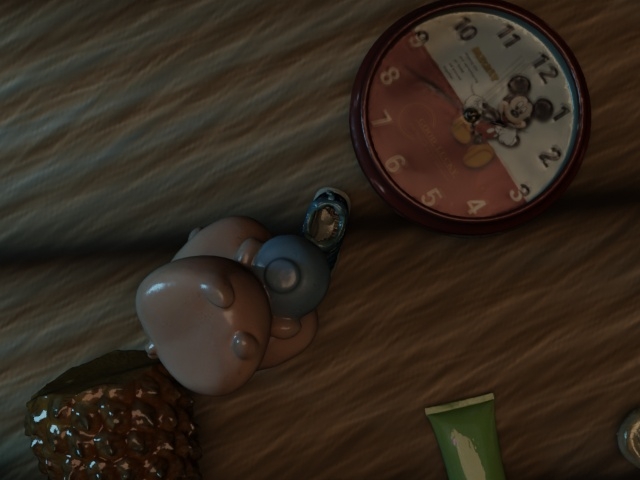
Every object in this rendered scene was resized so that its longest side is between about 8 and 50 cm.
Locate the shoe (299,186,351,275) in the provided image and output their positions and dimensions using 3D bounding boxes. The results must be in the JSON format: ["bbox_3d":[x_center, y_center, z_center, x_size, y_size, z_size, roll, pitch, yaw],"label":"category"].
[{"bbox_3d":[0.000,0.000,1.654,0.064,0.071,0.143,20,94,2],"label":"shoe"}]

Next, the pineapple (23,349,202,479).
[{"bbox_3d":[-0.231,0.329,1.596,0.223,0.223,0.357,-17,99,1],"label":"pineapple"}]

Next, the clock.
[{"bbox_3d":[0.196,-0.162,1.649,0.318,0.080,0.318,0,85,-1],"label":"clock"}]

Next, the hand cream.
[{"bbox_3d":[0.203,0.297,1.662,0.095,0.046,0.175,-13,83,2],"label":"hand cream"}]

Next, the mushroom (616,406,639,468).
[{"bbox_3d":[0.431,0.259,1.645,0.084,0.067,0.083,-1,83,5],"label":"mushroom"}]

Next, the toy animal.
[{"bbox_3d":[-0.120,0.091,1.561,0.221,0.229,0.210,-32,97,-37],"label":"toy animal"}]
